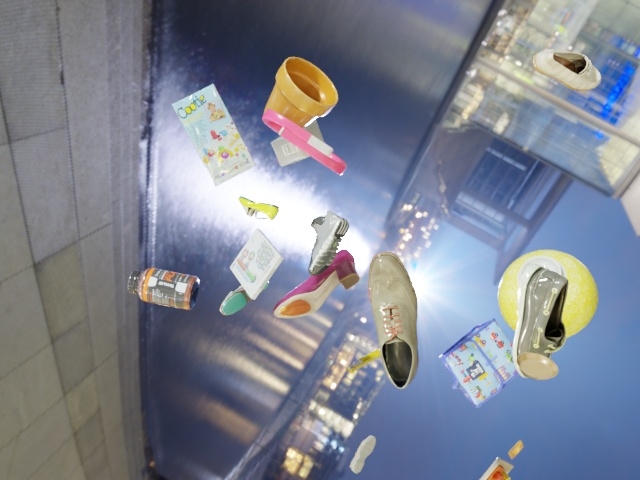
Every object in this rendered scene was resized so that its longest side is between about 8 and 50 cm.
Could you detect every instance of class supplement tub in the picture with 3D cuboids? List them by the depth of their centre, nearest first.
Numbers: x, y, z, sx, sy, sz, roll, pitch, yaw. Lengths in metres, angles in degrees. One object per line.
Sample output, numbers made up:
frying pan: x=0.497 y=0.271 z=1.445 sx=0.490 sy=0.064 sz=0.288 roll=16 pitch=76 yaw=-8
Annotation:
supplement tub: x=-0.474 y=0.142 z=1.786 sx=0.106 sy=0.197 sz=0.106 roll=11 pitch=90 yaw=-89

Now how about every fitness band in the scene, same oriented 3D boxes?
fitness band: x=-0.047 y=-0.291 z=1.758 sx=0.054 sy=0.290 sz=0.209 roll=-56 pitch=-172 yaw=5

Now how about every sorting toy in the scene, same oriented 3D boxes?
sorting toy: x=0.588 y=0.832 z=2.020 sx=0.348 sy=0.047 sz=0.196 roll=-51 pitch=140 yaw=1

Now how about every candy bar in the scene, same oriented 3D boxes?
candy bar: x=0.152 y=0.402 z=1.982 sx=0.161 sy=0.040 sz=0.018 roll=-23 pitch=116 yaw=-32

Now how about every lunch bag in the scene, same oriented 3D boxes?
lunch bag: x=0.586 y=0.466 z=2.204 sx=0.293 sy=0.221 sz=0.138 roll=-29 pitch=170 yaw=-30

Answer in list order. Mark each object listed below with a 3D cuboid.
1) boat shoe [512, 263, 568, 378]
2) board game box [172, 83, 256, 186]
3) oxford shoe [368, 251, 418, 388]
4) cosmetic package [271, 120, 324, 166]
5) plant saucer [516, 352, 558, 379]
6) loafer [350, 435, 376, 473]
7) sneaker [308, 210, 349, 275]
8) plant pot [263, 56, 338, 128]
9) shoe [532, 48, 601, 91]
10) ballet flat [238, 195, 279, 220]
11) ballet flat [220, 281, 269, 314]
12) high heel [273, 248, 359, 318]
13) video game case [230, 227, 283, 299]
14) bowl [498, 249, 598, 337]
boat shoe: x=0.505 y=0.202 z=1.346 sx=0.109 sy=0.091 sz=0.305 roll=-27 pitch=122 yaw=-34
board game box: x=-0.331 y=-0.326 z=1.854 sx=0.144 sy=0.275 sz=0.142 roll=-28 pitch=-169 yaw=-5
oxford shoe: x=0.193 y=0.202 z=1.496 sx=0.130 sy=0.122 sz=0.349 roll=-40 pitch=117 yaw=-80
cosmetic package: x=-0.079 y=-0.359 z=2.168 sx=0.127 sy=0.107 sz=0.238 roll=-17 pitch=-167 yaw=21
plant saucer: x=0.443 y=0.261 z=1.213 sx=0.083 sy=0.083 sz=0.015 roll=-51 pitch=149 yaw=-59
loafer: x=0.130 y=0.674 z=1.881 sx=0.125 sy=0.045 sz=0.039 roll=-59 pitch=-159 yaw=-13
sneaker: x=0.000 y=0.000 z=2.040 sx=0.086 sy=0.132 sz=0.229 roll=15 pitch=109 yaw=-52
plant pot: x=-0.080 y=-0.443 z=1.890 sx=0.188 sy=0.205 sz=0.205 roll=-44 pitch=-175 yaw=37
shoe: x=0.628 y=-0.426 z=1.473 sx=0.058 sy=0.218 sz=0.077 roll=-17 pitch=-111 yaw=62
ballet flat: x=-0.274 y=-0.132 z=2.505 sx=0.077 sy=0.230 sz=0.077 roll=27 pitch=81 yaw=-56
ballet flat: x=-0.295 y=0.200 z=2.232 sx=0.221 sy=0.079 sz=0.077 roll=-37 pitch=125 yaw=-22
high heel: x=-0.025 y=0.173 z=2.353 sx=0.377 sy=0.127 sz=0.181 roll=-24 pitch=-143 yaw=4
video game case: x=-0.178 y=0.062 z=1.629 sx=0.019 sy=0.157 sz=0.143 roll=26 pitch=104 yaw=-42
bowl: x=0.657 y=0.133 z=1.739 sx=0.290 sy=0.289 sz=0.156 roll=-58 pitch=141 yaw=-18
